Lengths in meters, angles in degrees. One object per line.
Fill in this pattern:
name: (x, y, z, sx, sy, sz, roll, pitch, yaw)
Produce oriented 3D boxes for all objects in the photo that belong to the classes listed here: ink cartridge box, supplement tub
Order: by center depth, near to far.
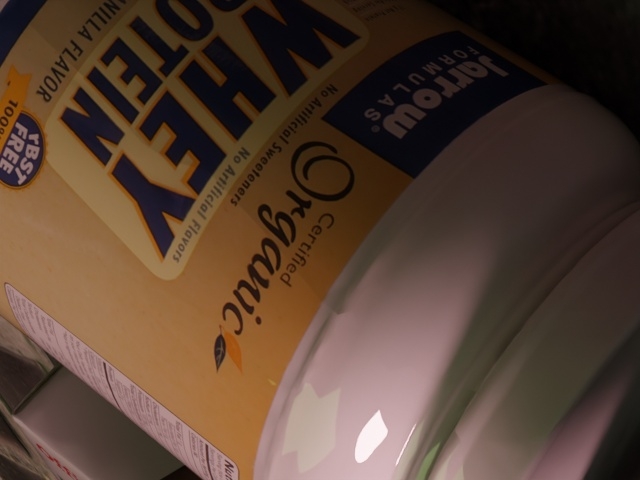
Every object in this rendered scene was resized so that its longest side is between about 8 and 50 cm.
supplement tub: (0.000, 0.000, 0.705, 0.316, 0.228, 0.228, 34, 153, 24)
ink cartridge box: (-0.097, 0.216, 1.290, 0.211, 0.121, 0.289, 31, 157, 32)

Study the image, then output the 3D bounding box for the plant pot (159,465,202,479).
plant pot: (0.037, 0.204, 0.893, 0.323, 0.280, 0.323, 36, 153, 21)
